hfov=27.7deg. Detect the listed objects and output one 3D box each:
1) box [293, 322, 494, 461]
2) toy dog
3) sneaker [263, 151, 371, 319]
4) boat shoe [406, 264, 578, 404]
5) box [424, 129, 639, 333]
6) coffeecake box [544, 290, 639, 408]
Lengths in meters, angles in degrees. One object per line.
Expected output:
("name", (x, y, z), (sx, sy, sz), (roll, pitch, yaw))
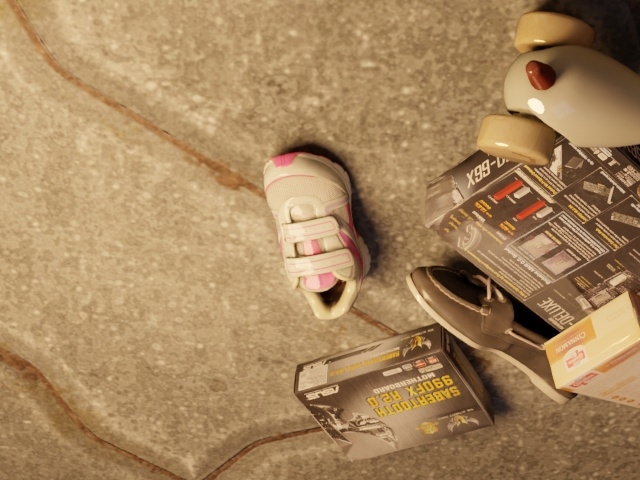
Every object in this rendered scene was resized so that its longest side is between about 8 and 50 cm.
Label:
("box", (0.105, 0.219, 1.833), (0.231, 0.056, 0.183), (-18, 130, 21))
("toy dog", (0.322, -0.141, 1.320), (0.334, 0.220, 0.161), (-5, 177, 10))
("sneaker", (0.000, 0.000, 1.583), (0.103, 0.111, 0.252), (-13, 132, 17))
("boat shoe", (0.248, 0.101, 1.681), (0.335, 0.112, 0.095), (33, 111, -33))
("box", (0.316, -0.019, 1.566), (0.307, 0.076, 0.242), (36, 127, -27))
("coffeecake box", (0.399, 0.142, 1.628), (0.185, 0.068, 0.142), (16, 139, -37))
